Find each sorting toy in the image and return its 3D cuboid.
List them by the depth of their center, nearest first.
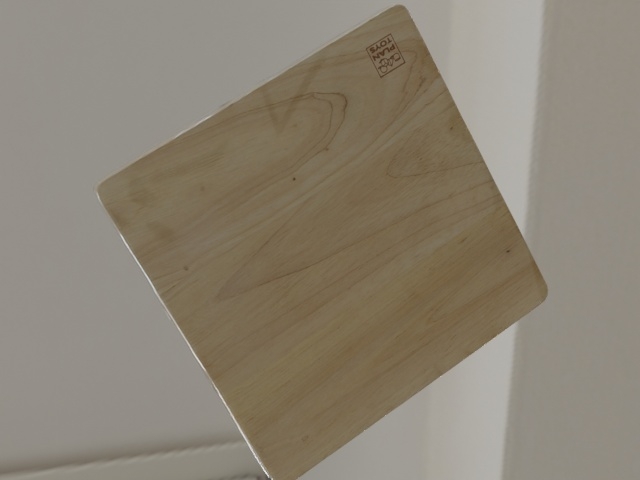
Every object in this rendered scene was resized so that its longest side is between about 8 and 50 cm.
[{"bbox_3d":[0.000,0.000,0.847,0.257,0.089,0.255,-33,-74,-14],"label":"sorting toy"}]
